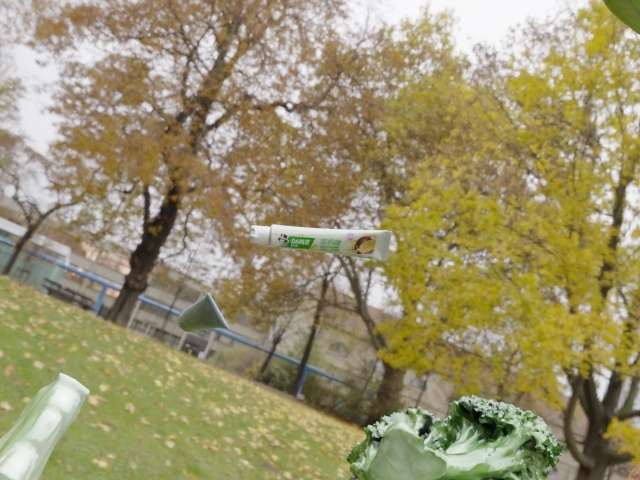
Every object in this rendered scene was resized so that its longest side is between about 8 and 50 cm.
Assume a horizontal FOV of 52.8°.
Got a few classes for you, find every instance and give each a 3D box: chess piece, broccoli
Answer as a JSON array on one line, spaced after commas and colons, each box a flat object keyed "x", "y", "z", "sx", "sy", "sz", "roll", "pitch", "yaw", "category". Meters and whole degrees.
[{"x": -0.430, "y": 0.322, "z": 0.876, "sx": 0.176, "sy": 0.298, "sz": 0.175, "roll": 6, "pitch": -57, "yaw": 9, "category": "chess piece"}, {"x": 0.134, "y": 0.286, "z": 0.725, "sx": 0.269, "sy": 0.261, "sz": 0.241, "roll": 24, "pitch": -13, "yaw": 38, "category": "broccoli"}]

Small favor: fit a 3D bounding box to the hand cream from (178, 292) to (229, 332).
[{"x": -0.265, "y": 0.172, "z": 1.428, "sx": 0.088, "sy": 0.055, "sz": 0.256, "roll": 63, "pitch": -28, "yaw": -1, "category": "hand cream"}]

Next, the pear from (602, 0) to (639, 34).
[{"x": 0.396, "y": -0.318, "z": 0.613, "sx": 0.176, "sy": 0.286, "sz": 0.282, "roll": 49, "pitch": -7, "yaw": -6, "category": "pear"}]

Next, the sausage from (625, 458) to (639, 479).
[{"x": 0.372, "y": 0.255, "z": 0.670, "sx": 0.086, "sy": 0.289, "sz": 0.086, "roll": 39, "pitch": -10, "yaw": 8, "category": "sausage"}]

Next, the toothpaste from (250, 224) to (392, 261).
[{"x": 0.000, "y": 0.000, "z": 1.453, "sx": 0.314, "sy": 0.056, "sz": 0.058, "roll": 5, "pitch": -18, "yaw": -2, "category": "toothpaste"}]
